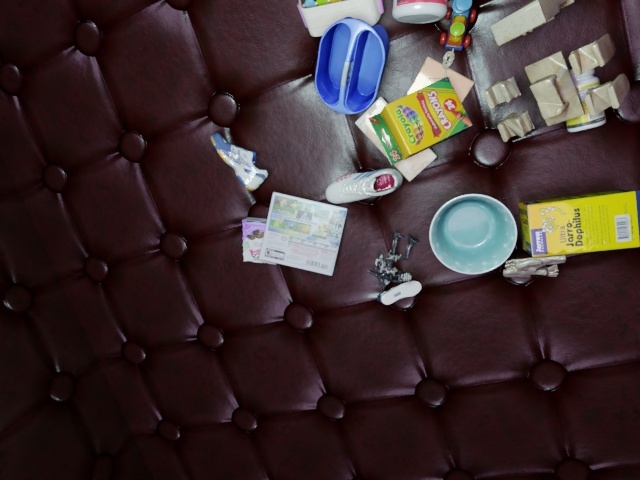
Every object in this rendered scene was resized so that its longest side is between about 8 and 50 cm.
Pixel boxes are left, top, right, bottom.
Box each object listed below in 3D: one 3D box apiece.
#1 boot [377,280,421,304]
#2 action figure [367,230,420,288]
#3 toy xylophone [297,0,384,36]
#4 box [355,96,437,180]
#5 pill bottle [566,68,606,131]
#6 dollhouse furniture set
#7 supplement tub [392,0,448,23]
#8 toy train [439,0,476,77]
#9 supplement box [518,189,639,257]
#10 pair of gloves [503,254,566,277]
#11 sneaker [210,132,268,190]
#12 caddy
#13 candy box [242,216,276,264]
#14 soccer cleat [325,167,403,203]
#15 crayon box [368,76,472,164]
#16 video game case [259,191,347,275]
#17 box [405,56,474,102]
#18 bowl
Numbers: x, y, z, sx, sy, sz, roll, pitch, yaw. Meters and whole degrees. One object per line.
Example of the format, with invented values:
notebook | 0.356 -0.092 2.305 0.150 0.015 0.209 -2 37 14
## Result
boot | 0.338 0.221 1.879 0.190 0.086 0.069 -18 93 -10
action figure | 0.301 0.102 1.812 0.164 0.141 0.275 21 108 -4
toy xylophone | 0.063 -0.853 1.562 0.323 0.236 0.081 4 62 14
box | 0.294 -0.394 1.680 0.311 0.121 0.148 45 111 -2
pill bottle | 0.905 -0.493 1.499 0.119 0.119 0.208 -13 101 17
dollhouse furniture set | 0.756 -0.590 1.429 0.362 0.256 0.394 -11 114 53
supplement tub | 0.347 -0.907 1.482 0.191 0.191 0.272 5 107 13
toy train | 0.475 -0.714 1.519 0.105 0.143 0.248 12 101 11
supplement box | 0.930 -0.064 1.564 0.357 0.194 0.195 -7 95 16
pair of gloves | 0.806 0.108 1.642 0.204 0.240 0.042 -5 70 16
sneaker | -0.346 -0.360 1.876 0.131 0.112 0.296 -39 95 3
caddy | 0.113 -0.634 1.576 0.241 0.179 0.341 20 135 9
candy box | -0.265 0.001 1.960 0.165 0.070 0.196 5 106 12
soccer cleat | 0.166 -0.221 1.750 0.331 0.143 0.116 -13 102 18
crayon box | 0.360 -0.430 1.565 0.319 0.081 0.202 -27 90 -8
video game case | -0.076 -0.028 1.868 0.329 0.036 0.299 13 95 2
box | 0.451 -0.572 1.643 0.201 0.021 0.164 31 110 3
bowl | 0.584 -0.039 1.686 0.312 0.163 0.311 4 106 13
